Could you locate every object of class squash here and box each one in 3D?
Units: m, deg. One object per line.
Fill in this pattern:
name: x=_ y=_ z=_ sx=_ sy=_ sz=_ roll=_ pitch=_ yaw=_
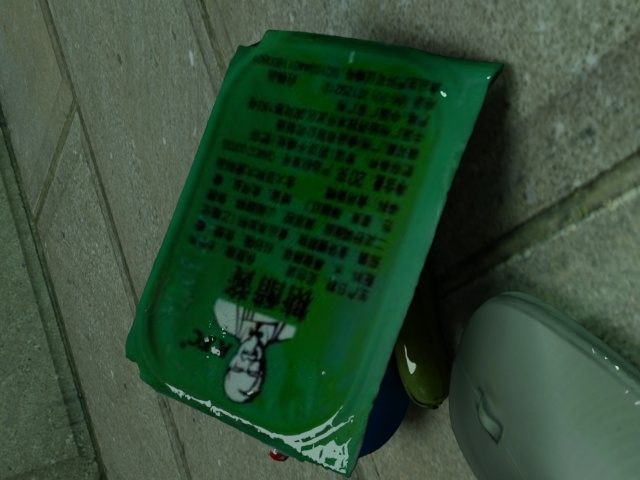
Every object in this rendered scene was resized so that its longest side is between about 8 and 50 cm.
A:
squash: x=0.086 y=0.065 z=0.874 sx=0.052 sy=0.052 sz=0.184 roll=-9 pitch=90 yaw=63

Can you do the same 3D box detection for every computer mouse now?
computer mouse: x=0.192 y=0.176 z=0.676 sx=0.331 sy=0.095 sz=0.197 roll=45 pitch=135 yaw=46

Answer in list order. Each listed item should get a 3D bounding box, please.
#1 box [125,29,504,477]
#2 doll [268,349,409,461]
box: x=0.000 y=0.000 z=0.812 sx=0.264 sy=0.106 sz=0.337 roll=17 pitch=86 yaw=37
doll: x=-0.014 y=0.099 z=0.959 sx=0.215 sy=0.161 sz=0.257 roll=65 pitch=-179 yaw=-47
